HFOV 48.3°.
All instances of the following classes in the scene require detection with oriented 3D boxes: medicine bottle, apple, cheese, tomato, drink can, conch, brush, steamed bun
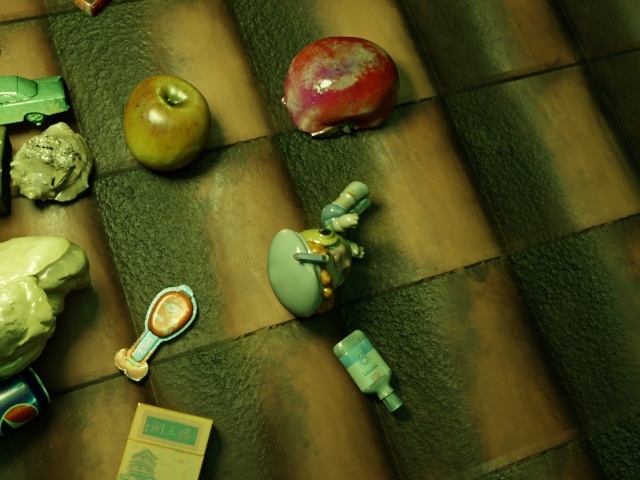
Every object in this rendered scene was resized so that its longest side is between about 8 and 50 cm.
[{"bbox_3d":[0.122,0.321,1.737,0.090,0.054,0.208,-34,80,-18],"label":"medicine bottle"},{"bbox_3d":[-0.391,-0.290,1.798,0.236,0.207,0.237,13,54,-18],"label":"apple"},{"bbox_3d":[-0.386,0.213,1.695,0.106,0.037,0.256,34,68,4],"label":"cheese"},{"bbox_3d":[0.055,-0.447,1.931,0.334,0.176,0.290,-10,70,-12],"label":"tomato"},{"bbox_3d":[-0.695,0.362,1.533,0.205,0.118,0.118,-33,79,-32],"label":"drink can"},{"bbox_3d":[-0.650,-0.194,1.759,0.178,0.163,0.245,35,46,-31],"label":"conch"},{"bbox_3d":[-0.778,-0.169,1.715,0.059,0.123,0.197,-2,72,-14],"label":"brush"},{"bbox_3d":[-0.680,0.151,1.549,0.324,0.230,0.372,-6,32,23],"label":"steamed bun"}]

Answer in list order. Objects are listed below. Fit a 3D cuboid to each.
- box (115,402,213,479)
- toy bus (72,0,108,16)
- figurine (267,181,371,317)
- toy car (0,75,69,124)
[{"bbox_3d":[-0.355,0.514,1.576,0.174,0.076,0.274,15,69,-6],"label":"box"},{"bbox_3d":[-0.589,-0.726,1.974,0.096,0.073,0.235,39,69,-5],"label":"toy bus"},{"bbox_3d":[0.003,0.019,1.787,0.205,0.225,0.382,20,42,21],"label":"figurine"},{"bbox_3d":[-0.792,-0.346,1.766,0.320,0.097,0.141,-12,40,-13],"label":"toy car"}]
